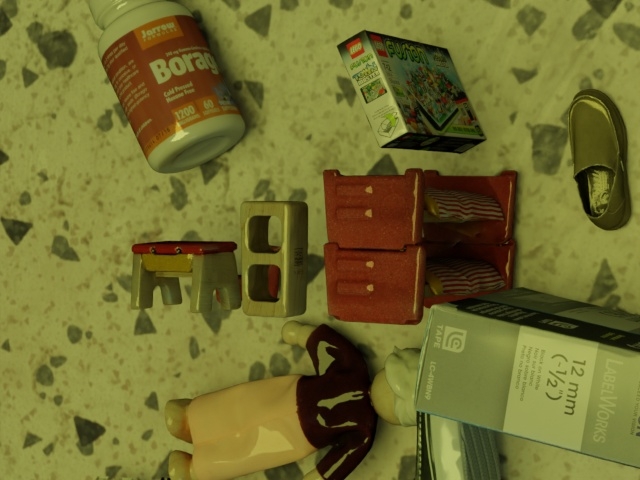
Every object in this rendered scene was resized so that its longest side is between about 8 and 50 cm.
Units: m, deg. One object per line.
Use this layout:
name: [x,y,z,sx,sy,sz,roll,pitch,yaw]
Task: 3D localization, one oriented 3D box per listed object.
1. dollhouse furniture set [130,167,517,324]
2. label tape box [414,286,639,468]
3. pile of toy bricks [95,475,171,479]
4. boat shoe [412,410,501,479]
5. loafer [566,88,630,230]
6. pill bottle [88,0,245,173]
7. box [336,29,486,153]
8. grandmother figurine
dollhouse furniture set: [0.000,0.000,1.628,0.374,0.201,0.152,1,93,34]
label tape box: [0.298,0.136,1.439,0.347,0.249,0.115,10,97,27]
pile of toy bricks: [-0.178,0.352,1.789,0.212,0.118,0.105,1,125,19]
boat shoe: [0.122,0.301,1.588,0.119,0.121,0.335,-1,102,24]
loafer: [0.284,-0.083,1.552,0.056,0.050,0.148,-15,85,27]
pill bottle: [-0.182,-0.196,1.751,0.121,0.121,0.216,-31,78,25]
box: [0.097,-0.149,1.559,0.036,0.207,0.114,-27,80,26]
grandmother figurine: [-0.008,0.187,1.690,0.342,0.104,0.208,-14,78,25]
